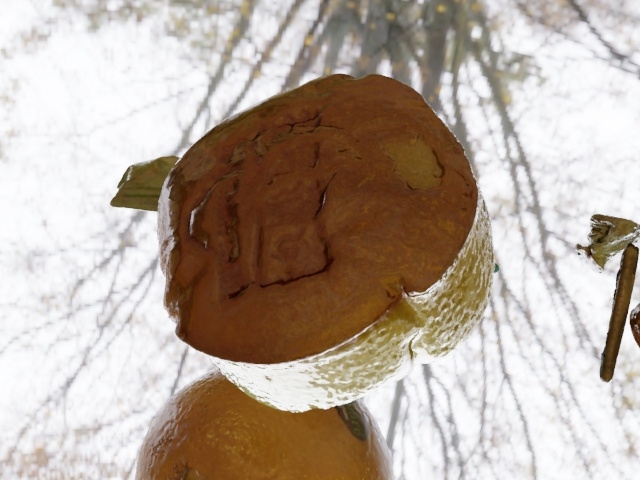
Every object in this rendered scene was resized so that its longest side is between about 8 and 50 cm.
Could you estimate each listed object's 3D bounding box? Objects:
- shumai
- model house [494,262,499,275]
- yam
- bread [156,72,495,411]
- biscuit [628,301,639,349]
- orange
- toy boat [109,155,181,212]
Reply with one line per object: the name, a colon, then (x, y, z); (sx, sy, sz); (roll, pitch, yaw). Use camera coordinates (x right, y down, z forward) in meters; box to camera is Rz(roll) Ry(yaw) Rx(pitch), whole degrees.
shumai: (0.394, 0.007, 1.862); (0.082, 0.080, 0.083); (12, 178, -18)
model house: (0.094, 0.028, 1.323); (0.127, 0.148, 0.100); (-14, 178, 33)
yam: (0.221, 0.054, 1.013); (0.014, 0.014, 0.107); (13, -102, 4)
bread: (0.000, 0.000, 1.045); (0.270, 0.148, 0.269); (-13, -131, 15)
biscuit: (0.293, 0.112, 1.004); (0.175, 0.026, 0.124); (47, -155, 15)
orange: (-0.060, 0.250, 1.387); (0.274, 0.274, 0.274); (5, -135, -5)
toy boat: (-0.073, -0.045, 1.459); (0.293, 0.055, 0.093); (10, -155, -4)
